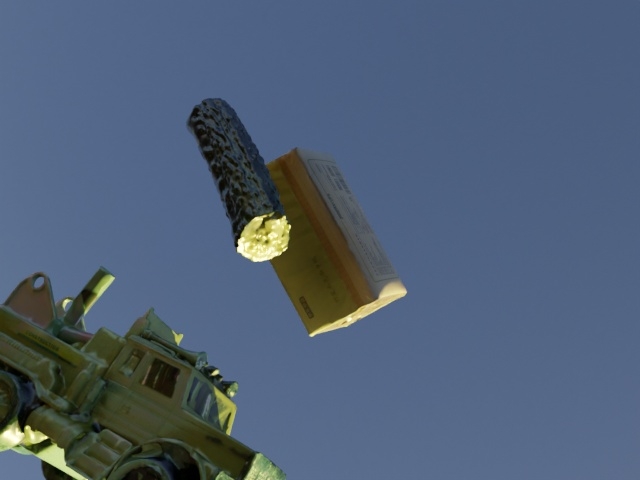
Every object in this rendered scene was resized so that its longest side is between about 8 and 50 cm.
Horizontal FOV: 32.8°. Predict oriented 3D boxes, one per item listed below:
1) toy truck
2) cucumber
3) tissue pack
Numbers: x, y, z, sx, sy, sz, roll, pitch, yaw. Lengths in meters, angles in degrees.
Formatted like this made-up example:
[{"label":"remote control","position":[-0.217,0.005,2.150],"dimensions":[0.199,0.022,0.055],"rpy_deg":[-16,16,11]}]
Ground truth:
[{"label":"toy truck","position":[-0.130,0.098,0.674],"dimensions":[0.259,0.128,0.135],"rpy_deg":[27,-105,32]},{"label":"cucumber","position":[-0.076,-0.064,1.016],"dimensions":[0.058,0.058,0.187],"rpy_deg":[-58,-140,32]},{"label":"tissue pack","position":[0.000,0.000,1.473],"dimensions":[0.125,0.159,0.234],"rpy_deg":[-31,-98,16]}]
